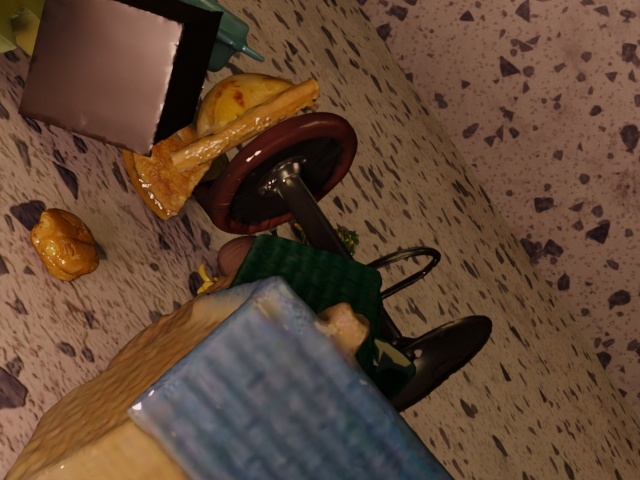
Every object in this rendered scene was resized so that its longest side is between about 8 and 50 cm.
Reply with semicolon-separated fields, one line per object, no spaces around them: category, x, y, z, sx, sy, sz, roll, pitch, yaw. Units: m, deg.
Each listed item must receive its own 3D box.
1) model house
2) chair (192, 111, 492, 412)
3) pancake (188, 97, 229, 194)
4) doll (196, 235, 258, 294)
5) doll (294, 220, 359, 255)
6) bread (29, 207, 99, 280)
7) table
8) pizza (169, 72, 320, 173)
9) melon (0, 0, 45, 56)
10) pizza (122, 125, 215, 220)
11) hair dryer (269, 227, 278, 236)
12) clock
model house;-0.042;0.187;1.167;0.335;0.342;0.382;51;20;-15
chair;0.009;0.010;1.514;0.401;0.226;0.226;56;17;24
pancake;-0.194;-0.159;1.795;0.242;0.050;0.242;-20;90;-74
doll;-0.098;0.056;1.634;0.188;0.096;0.145;5;41;-44
doll;-0.001;0.011;2.010;0.113;0.077;0.078;11;14;-26
bread;-0.275;0.007;1.328;0.081;0.046;0.083;39;27;-38
table;-0.239;-0.218;1.506;0.169;0.173;0.193;19;17;4
pizza;-0.118;-0.162;1.582;0.081;0.204;0.188;64;-15;-14
melon;-0.383;-0.272;1.485;0.118;0.064;0.209;58;21;-12
pizza;-0.201;-0.104;1.635;0.134;0.046;0.175;4;68;-30
hair dryer;-0.088;-0.055;1.877;0.071;0.047;0.150;-102;168;-58
clock;-0.212;-0.335;1.815;0.274;0.094;0.223;39;10;22
